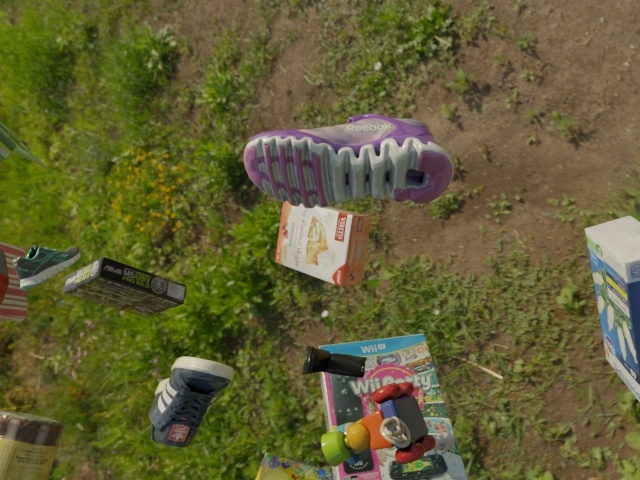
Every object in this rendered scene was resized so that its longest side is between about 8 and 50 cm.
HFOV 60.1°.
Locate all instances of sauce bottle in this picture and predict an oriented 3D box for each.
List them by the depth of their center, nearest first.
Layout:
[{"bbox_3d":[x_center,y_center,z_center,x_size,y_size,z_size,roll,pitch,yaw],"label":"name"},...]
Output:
[{"bbox_3d":[-0.504,0.441,0.841,0.111,0.111,0.344,-2,66,42],"label":"sauce bottle"}]

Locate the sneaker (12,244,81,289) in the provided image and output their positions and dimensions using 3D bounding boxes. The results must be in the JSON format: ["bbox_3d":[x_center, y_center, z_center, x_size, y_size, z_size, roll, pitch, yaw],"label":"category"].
[{"bbox_3d":[-0.592,0.039,1.200,0.065,0.166,0.076,-19,105,23],"label":"sneaker"}]

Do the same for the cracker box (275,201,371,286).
[{"bbox_3d":[0.000,0.000,1.247,0.232,0.067,0.155,16,101,45],"label":"cracker box"}]

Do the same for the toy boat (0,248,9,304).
[{"bbox_3d":[-0.523,0.012,0.722,0.151,0.231,0.151,-50,52,24],"label":"toy boat"}]

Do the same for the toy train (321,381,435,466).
[{"bbox_3d":[0.062,0.273,0.774,0.143,0.248,0.105,-26,70,14],"label":"toy train"}]

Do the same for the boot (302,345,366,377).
[{"bbox_3d":[0.024,0.201,0.896,0.099,0.121,0.045,11,84,5],"label":"boot"}]

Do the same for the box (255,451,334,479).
[{"bbox_3d":[0.018,0.672,1.346,0.279,0.290,0.177,-5,53,41],"label":"box"}]

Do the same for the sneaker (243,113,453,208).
[{"bbox_3d":[0.031,-0.103,0.648,0.095,0.236,0.104,89,-176,-47],"label":"sneaker"}]

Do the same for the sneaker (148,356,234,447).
[{"bbox_3d":[-0.281,0.352,1.168,0.350,0.131,0.148,132,153,-53],"label":"sneaker"}]

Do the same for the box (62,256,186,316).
[{"bbox_3d":[-0.559,0.140,1.590,0.216,0.270,0.060,-20,56,40],"label":"box"}]

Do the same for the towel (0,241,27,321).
[{"bbox_3d":[-0.784,0.103,1.384,0.029,0.144,0.197,-7,79,-4],"label":"towel"}]

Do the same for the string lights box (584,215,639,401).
[{"bbox_3d":[0.492,0.109,0.858,0.077,0.133,0.259,-16,111,8],"label":"string lights box"}]

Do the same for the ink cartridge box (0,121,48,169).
[{"bbox_3d":[-0.655,-0.205,1.053,0.235,0.171,0.056,27,70,24],"label":"ink cartridge box"}]

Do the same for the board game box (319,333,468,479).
[{"bbox_3d":[0.123,0.342,1.055,0.097,0.224,0.303,89,173,-48],"label":"board game box"}]
